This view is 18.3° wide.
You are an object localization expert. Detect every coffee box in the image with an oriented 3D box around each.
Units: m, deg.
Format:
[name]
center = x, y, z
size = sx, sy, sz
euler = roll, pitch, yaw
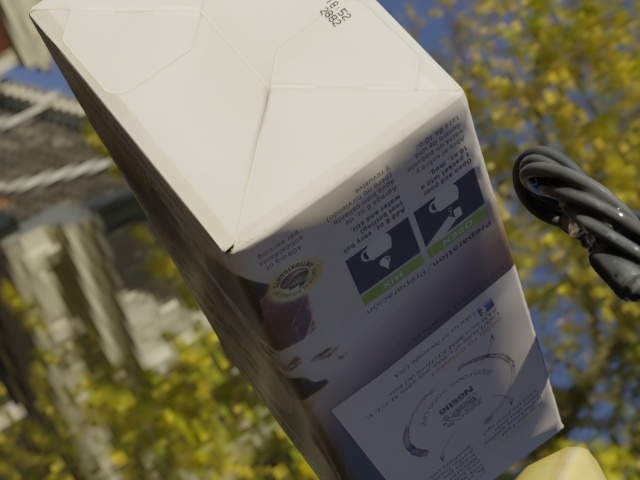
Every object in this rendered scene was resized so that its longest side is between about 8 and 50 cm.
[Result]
[coffee box]
center = 0.000, 0.000, 0.913
size = 0.168, 0.119, 0.297
euler = 49, -9, 34

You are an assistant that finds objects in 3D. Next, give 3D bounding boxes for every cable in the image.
[cable]
center = 0.163, 0.018, 0.955
size = 0.150, 0.047, 0.184
euler = 40, 8, 38

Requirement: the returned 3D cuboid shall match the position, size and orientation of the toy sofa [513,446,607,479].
[toy sofa]
center = 0.209, 0.059, 0.290
size = 0.177, 0.362, 0.150
euler = 61, 16, -4
